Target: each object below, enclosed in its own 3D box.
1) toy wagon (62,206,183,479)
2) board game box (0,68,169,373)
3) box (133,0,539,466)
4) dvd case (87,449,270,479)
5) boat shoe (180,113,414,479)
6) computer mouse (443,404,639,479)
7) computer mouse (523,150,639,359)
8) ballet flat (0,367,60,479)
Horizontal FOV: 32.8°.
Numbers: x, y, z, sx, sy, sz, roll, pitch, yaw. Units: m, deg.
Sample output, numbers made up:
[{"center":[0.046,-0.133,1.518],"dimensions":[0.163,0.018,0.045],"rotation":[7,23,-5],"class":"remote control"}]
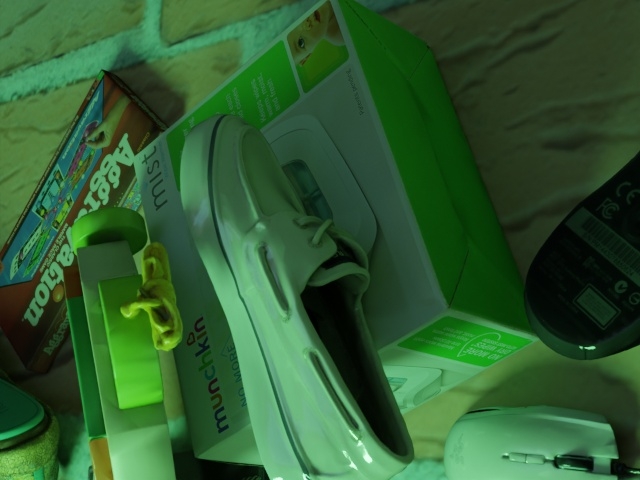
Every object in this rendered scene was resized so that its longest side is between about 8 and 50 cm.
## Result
[{"center":[-0.135,0.110,0.770],"dimensions":[0.344,0.068,0.267],"rotation":[102,155,-60],"class":"toy wagon"},{"center":[-0.251,-0.021,1.104],"dimensions":[0.145,0.027,0.281],"rotation":[43,107,41],"class":"board game box"},{"center":[0.000,0.000,0.796],"dimensions":[0.231,0.127,0.262],"rotation":[-33,58,29],"class":"box"},{"center":[-0.124,0.260,0.904],"dimensions":[0.221,0.018,0.164],"rotation":[-17,66,39],"class":"dvd case"},{"center":[-0.009,0.028,0.657],"dimensions":[0.084,0.095,0.258],"rotation":[-29,71,27],"class":"boat shoe"},{"center":[0.146,0.139,0.670],"dimensions":[0.193,0.042,0.106],"rotation":[-7,73,42],"class":"computer mouse"},{"center":[0.249,-0.012,0.613],"dimensions":[0.262,0.060,0.184],"rotation":[-52,43,3],"class":"computer mouse"},{"center":[-0.364,0.168,1.104],"dimensions":[0.348,0.123,0.123],"rotation":[26,96,46],"class":"ballet flat"}]
